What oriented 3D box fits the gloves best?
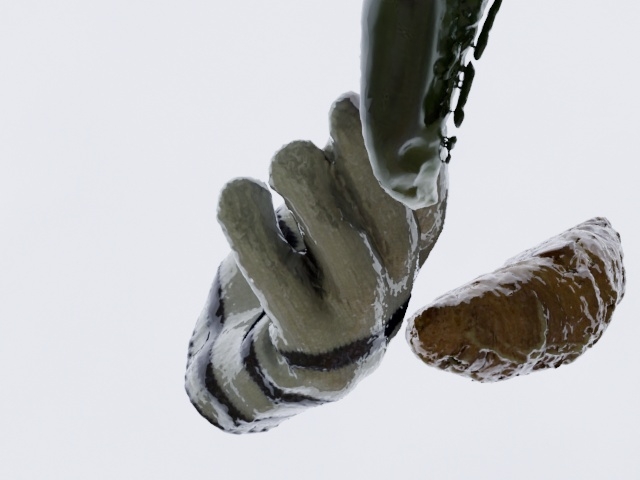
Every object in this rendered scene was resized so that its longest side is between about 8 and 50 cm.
[{"bbox_3d":[0.007,0.013,0.978,0.219,0.140,0.131,-41,-97,35],"label":"gloves"}]

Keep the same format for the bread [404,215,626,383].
[{"bbox_3d":[0.140,0.042,1.085,0.105,0.233,0.076,-25,-89,40],"label":"bread"}]

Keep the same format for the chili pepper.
[{"bbox_3d":[0.076,-0.185,0.550,0.076,0.085,0.359,22,-86,-18],"label":"chili pepper"}]
